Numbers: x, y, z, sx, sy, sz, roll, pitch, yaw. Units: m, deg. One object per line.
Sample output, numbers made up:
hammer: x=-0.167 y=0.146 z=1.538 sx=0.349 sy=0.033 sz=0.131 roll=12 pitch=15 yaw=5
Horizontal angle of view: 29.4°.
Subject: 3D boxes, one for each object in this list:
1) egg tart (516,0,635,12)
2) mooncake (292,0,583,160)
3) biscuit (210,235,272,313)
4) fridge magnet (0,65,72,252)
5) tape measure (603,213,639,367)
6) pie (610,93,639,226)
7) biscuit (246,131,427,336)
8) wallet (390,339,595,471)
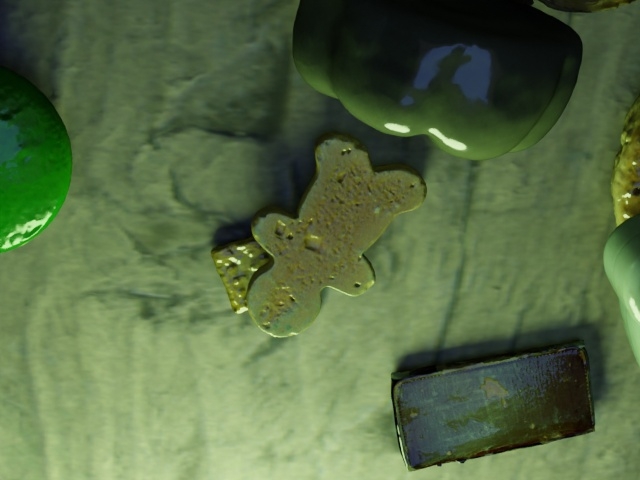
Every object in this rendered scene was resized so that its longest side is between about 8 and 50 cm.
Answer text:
egg tart: x=0.216 y=-0.312 z=1.166 sx=0.241 sy=0.241 sz=0.106 roll=33 pitch=148 yaw=-14
mooncake: x=0.107 y=-0.171 z=1.156 sx=0.275 sy=0.275 sz=0.135 roll=16 pitch=112 yaw=-9
biscuit: x=-0.071 y=0.034 z=1.346 sx=0.081 sy=0.018 sz=0.083 roll=-19 pitch=109 yaw=4
fridge magnet: x=-0.358 y=-0.084 z=1.250 sx=0.208 sy=0.088 sz=0.208 roll=-1 pitch=110 yaw=-4
tape measure: x=0.430 y=0.049 z=1.245 sx=0.243 sy=0.125 sz=0.246 roll=-20 pitch=114 yaw=7
pie: x=0.471 y=-0.072 z=1.308 sx=0.339 sy=0.083 sz=0.340 roll=-1 pitch=113 yaw=-3
biscuit: x=0.000 y=0.000 z=1.318 sx=0.153 sy=0.030 sz=0.234 roll=29 pitch=99 yaw=-15
wallet: x=0.199 y=0.188 z=1.412 sx=0.232 sy=0.031 sz=0.122 roll=-11 pitch=106 yaw=-1
